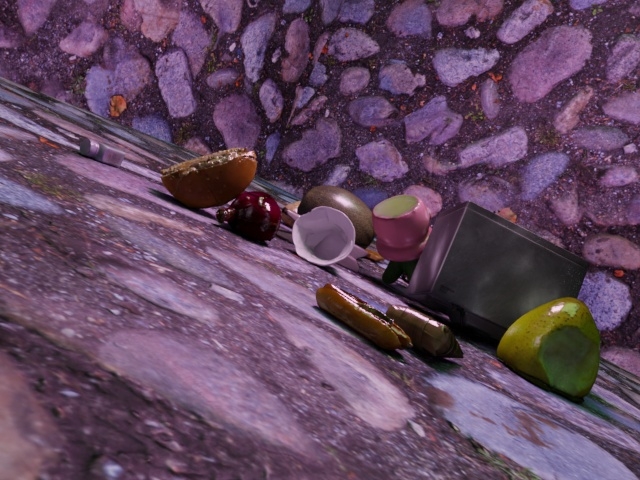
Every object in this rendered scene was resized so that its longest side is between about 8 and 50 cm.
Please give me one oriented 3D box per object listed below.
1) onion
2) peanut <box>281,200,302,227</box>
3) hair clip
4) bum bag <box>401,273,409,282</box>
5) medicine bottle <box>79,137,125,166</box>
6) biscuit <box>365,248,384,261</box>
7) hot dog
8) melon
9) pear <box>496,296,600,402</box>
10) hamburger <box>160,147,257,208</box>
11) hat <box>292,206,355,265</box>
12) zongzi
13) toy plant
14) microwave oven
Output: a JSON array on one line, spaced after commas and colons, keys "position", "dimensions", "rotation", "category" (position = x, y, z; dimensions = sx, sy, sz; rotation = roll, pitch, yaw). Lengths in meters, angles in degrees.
[{"position": [-0.207, -0.083, 1.649], "dimensions": [0.173, 0.135, 0.198], "rotation": [27, 8, 41], "category": "onion"}, {"position": [-0.061, -0.096, 2.384], "dimensions": [0.110, 0.120, 0.237], "rotation": [-21, -22, 40], "category": "peanut"}, {"position": [0.000, 0.000, 1.957], "dimensions": [0.331, 0.101, 0.085], "rotation": [26, 2, -12], "category": "hair clip"}, {"position": [0.360, 0.153, 2.373], "dimensions": [0.058, 0.034, 0.124], "rotation": [33, 5, -16], "category": "bum bag"}, {"position": [-0.664, -0.269, 1.732], "dimensions": [0.074, 0.054, 0.118], "rotation": [30, 7, 29], "category": "medicine bottle"}, {"position": [0.199, 0.056, 2.538], "dimensions": [0.240, 0.035, 0.158], "rotation": [19, 11, -42], "category": "biscuit"}, {"position": [0.090, 0.159, 1.174], "dimensions": [0.236, 0.062, 0.092], "rotation": [30, 4, 27], "category": "hot dog"}, {"position": [0.061, -0.070, 2.118], "dimensions": [0.302, 0.237, 0.237], "rotation": [33, 8, 10], "category": "melon"}, {"position": [0.667, 0.288, 1.567], "dimensions": [0.293, 0.292, 0.159], "rotation": [24, -3, -13], "category": "pear"}, {"position": [-0.316, -0.176, 1.688], "dimensions": [0.283, 0.156, 0.144], "rotation": [-17, 14, -11], "category": "hamburger"}, {"position": [0.019, 0.004, 1.782], "dimensions": [0.203, 0.203, 0.126], "rotation": [28, -12, 20], "category": "hat"}, {"position": [0.233, 0.210, 1.289], "dimensions": [0.160, 0.078, 0.176], "rotation": [29, -3, 34], "category": "zongzi"}, {"position": [0.308, 0.035, 1.978], "dimensions": [0.211, 0.355, 0.317], "rotation": [-16, 28, -7], "category": "toy plant"}, {"position": [0.538, 0.128, 1.775], "dimensions": [0.432, 0.374, 0.236], "rotation": [27, -12, -6], "category": "microwave oven"}]
